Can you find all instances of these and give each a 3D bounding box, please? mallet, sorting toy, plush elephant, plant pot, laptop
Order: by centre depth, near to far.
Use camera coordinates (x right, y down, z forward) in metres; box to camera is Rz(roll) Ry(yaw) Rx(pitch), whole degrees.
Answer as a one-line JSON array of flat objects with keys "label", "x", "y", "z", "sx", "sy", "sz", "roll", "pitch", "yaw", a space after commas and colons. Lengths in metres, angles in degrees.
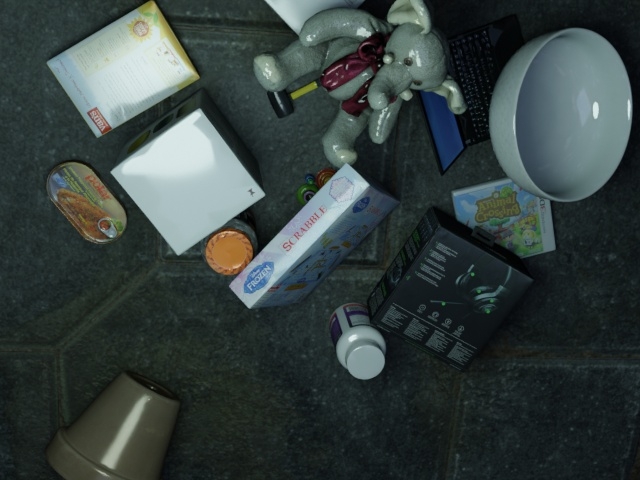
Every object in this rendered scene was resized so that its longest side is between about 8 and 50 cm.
[{"label": "plush elephant", "x": 0.109, "y": -0.294, "z": 1.370, "sx": 0.330, "sy": 0.255, "sz": 0.271, "roll": -45, "pitch": 119, "yaw": -15}, {"label": "laptop", "x": 0.318, "y": -0.295, "z": 1.604, "sx": 0.265, "sy": 0.136, "sz": 0.234, "roll": -20, "pitch": 111, "yaw": 0}, {"label": "mallet", "x": -0.020, "y": -0.321, "z": 1.609, "sx": 0.190, "sy": 0.039, "sz": 0.062, "roll": -34, "pitch": 107, "yaw": 0}, {"label": "sorting toy", "x": -0.008, "y": -0.112, "z": 1.675, "sx": 0.102, "sy": 0.042, "sz": 0.061, "roll": -43, "pitch": 109, "yaw": 8}, {"label": "plant pot", "x": -0.420, "y": 0.413, "z": 1.720, "sx": 0.263, "sy": 0.263, "sz": 0.229, "roll": 30, "pitch": 84, "yaw": -16}]

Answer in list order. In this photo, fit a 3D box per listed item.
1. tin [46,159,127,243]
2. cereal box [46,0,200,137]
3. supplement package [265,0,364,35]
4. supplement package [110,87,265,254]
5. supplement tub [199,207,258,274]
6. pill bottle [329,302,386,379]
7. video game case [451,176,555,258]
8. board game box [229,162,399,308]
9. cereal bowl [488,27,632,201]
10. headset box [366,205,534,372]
[{"label": "tin", "x": -0.475, "y": -0.080, "z": 1.631, "sx": 0.106, "sy": 0.040, "sz": 0.189, "roll": -32, "pitch": 110, "yaw": 9}, {"label": "cereal box", "x": -0.380, "y": -0.333, "z": 1.548, "sx": 0.240, "sy": 0.047, "sz": 0.173, "roll": -29, "pitch": 110, "yaw": 4}, {"label": "supplement package", "x": 0.005, "y": -0.522, "z": 1.480, "sx": 0.262, "sy": 0.145, "sz": 0.204, "roll": -43, "pitch": 108, "yaw": 9}, {"label": "supplement package", "x": -0.247, "y": -0.141, "z": 1.517, "sx": 0.199, "sy": 0.262, "sz": 0.198, "roll": -34, "pitch": 110, "yaw": 5}, {"label": "supplement tub", "x": -0.185, "y": -0.006, "z": 1.610, "sx": 0.117, "sy": 0.190, "sz": 0.116, "roll": -2, "pitch": 110, "yaw": -6}, {"label": "pill bottle", "x": 0.082, "y": 0.219, "z": 1.720, "sx": 0.108, "sy": 0.193, "sz": 0.108, "roll": -2, "pitch": 109, "yaw": -6}, {"label": "video game case", "x": 0.407, "y": -0.043, "z": 1.762, "sx": 0.213, "sy": 0.023, "sz": 0.193, "roll": -14, "pitch": 110, "yaw": -2}, {"label": "board game box", "x": 0.000, "y": 0.000, "z": 1.579, "sx": 0.318, "sy": 0.319, "sz": 0.066, "roll": -45, "pitch": 77, "yaw": 8}, {"label": "cereal bowl", "x": 0.465, "y": -0.252, "z": 1.608, "sx": 0.339, "sy": 0.141, "sz": 0.338, "roll": -6, "pitch": 102, "yaw": -29}, {"label": "headset box", "x": 0.278, "y": 0.098, "z": 1.719, "sx": 0.246, "sy": 0.131, "sz": 0.283, "roll": 28, "pitch": 109, "yaw": -11}]
